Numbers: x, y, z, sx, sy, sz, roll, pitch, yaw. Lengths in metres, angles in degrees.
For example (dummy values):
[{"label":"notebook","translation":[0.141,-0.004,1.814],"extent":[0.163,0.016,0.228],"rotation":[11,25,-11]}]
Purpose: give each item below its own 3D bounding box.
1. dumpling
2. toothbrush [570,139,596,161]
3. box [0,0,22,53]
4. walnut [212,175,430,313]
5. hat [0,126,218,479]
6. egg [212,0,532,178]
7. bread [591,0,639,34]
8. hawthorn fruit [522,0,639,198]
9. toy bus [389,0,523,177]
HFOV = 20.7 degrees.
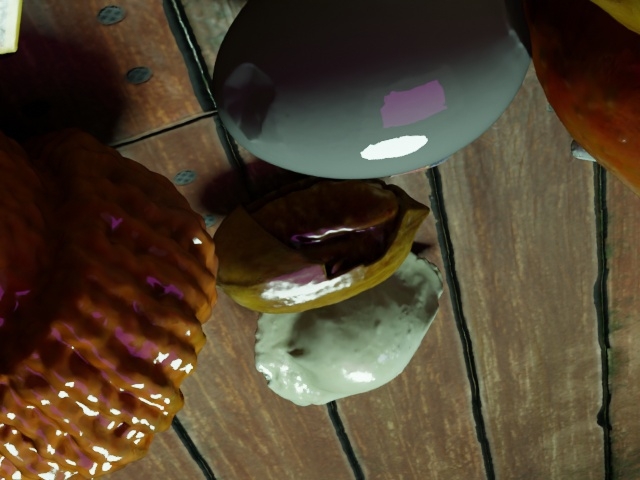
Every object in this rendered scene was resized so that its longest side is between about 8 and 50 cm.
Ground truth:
[{"label":"dumpling","translation":[0.023,0.071,1.706],"extent":[0.111,0.181,0.155],"rotation":[2,142,52]},{"label":"toothbrush","translation":[0.344,-0.075,1.706],"extent":[0.288,0.024,0.026],"rotation":[5,159,-38]},{"label":"box","translation":[-0.269,-0.219,1.014],"extent":[0.193,0.084,0.301],"rotation":[-8,151,-18]},{"label":"walnut","translation":[0.000,0.000,1.545],"extent":[0.207,0.116,0.116],"rotation":[-14,152,-9]},{"label":"hat","translation":[-0.280,0.031,1.279],"extent":[0.285,0.285,0.400],"rotation":[-33,145,26]},{"label":"egg","translation":[0.033,-0.132,1.255],"extent":[0.232,0.176,0.176],"rotation":[-14,153,11]},{"label":"bread","translation":[0.225,-0.280,0.915],"extent":[0.204,0.358,0.337],"rotation":[-17,169,-22]},{"label":"hawthorn fruit","translation":[0.278,-0.159,1.265],"extent":[0.275,0.275,0.299],"rotation":[-30,133,20]},{"label":"toy bus","translation":[0.105,-0.128,1.425],"extent":[0.077,0.065,0.192],"rotation":[-10,152,-31]}]
